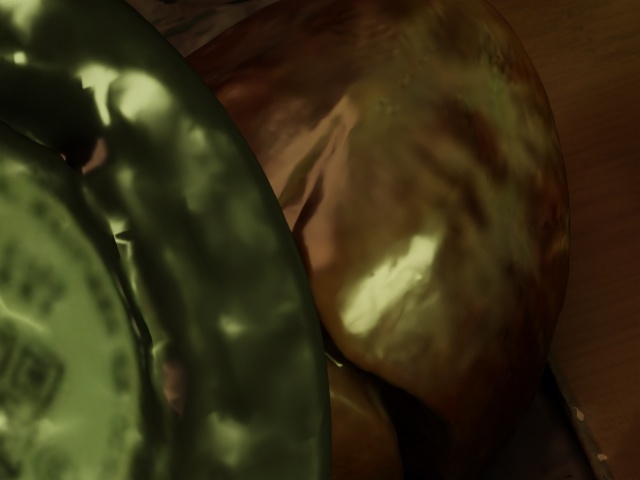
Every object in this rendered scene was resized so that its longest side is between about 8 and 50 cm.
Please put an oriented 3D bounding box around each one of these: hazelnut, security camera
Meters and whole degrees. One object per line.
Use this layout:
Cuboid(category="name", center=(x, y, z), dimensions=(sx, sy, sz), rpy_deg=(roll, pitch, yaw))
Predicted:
Cuboid(category="hazelnut", center=(0.000, 0.000, 0.483), dimensions=(0.143, 0.143, 0.154), rpy_deg=(26, 62, 24))
Cuboid(category="security camera", center=(-0.151, 0.050, 0.399), dimensions=(0.277, 0.197, 0.191), rpy_deg=(-18, 44, 45))

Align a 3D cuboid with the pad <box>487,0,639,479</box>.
Cuboid(category="pad", center=(0.192, -0.021, 0.557), dimensions=(0.286, 0.018, 0.284), rpy_deg=(-16, 52, -8))
